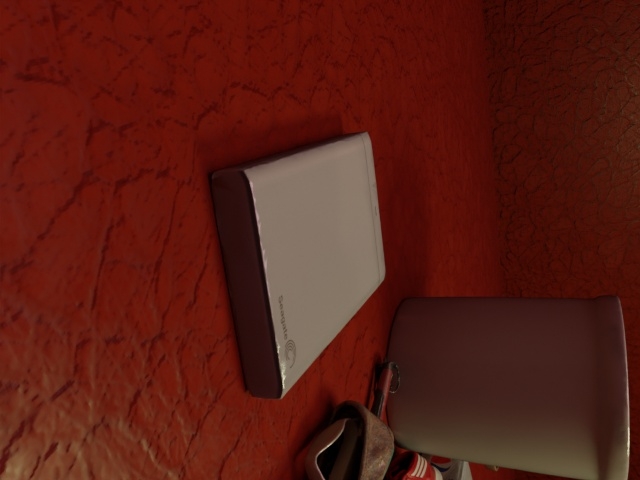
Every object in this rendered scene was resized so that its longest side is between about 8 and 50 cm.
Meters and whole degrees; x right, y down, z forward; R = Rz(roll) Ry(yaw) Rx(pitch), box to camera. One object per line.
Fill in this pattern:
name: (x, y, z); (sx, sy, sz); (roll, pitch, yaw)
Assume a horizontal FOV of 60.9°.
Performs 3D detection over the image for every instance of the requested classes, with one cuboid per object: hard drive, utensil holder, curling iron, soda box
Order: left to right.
hard drive: (0.000, 0.000, 0.673); (0.353, 0.047, 0.233); (-34, 120, -61)
curling iron: (0.089, 0.315, 0.871); (0.068, 0.035, 0.274); (64, 34, -43)
soda box: (0.296, 0.586, 1.245); (0.091, 0.098, 0.286); (-63, 143, -42)
utensil holder: (0.351, 0.261, 1.031); (0.327, 0.385, 0.328); (0, 90, -65)

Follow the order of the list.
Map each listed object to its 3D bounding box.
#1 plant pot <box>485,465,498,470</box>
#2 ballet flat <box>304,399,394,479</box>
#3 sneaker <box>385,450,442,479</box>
plant pot: (0.486, 0.564, 1.652); (0.237, 0.109, 0.238); (0, 90, -65)
ballet flat: (0.005, 0.314, 0.637); (0.106, 0.107, 0.316); (58, 29, -16)
sneaker: (0.137, 0.477, 0.955); (0.128, 0.087, 0.221); (50, 44, -28)
